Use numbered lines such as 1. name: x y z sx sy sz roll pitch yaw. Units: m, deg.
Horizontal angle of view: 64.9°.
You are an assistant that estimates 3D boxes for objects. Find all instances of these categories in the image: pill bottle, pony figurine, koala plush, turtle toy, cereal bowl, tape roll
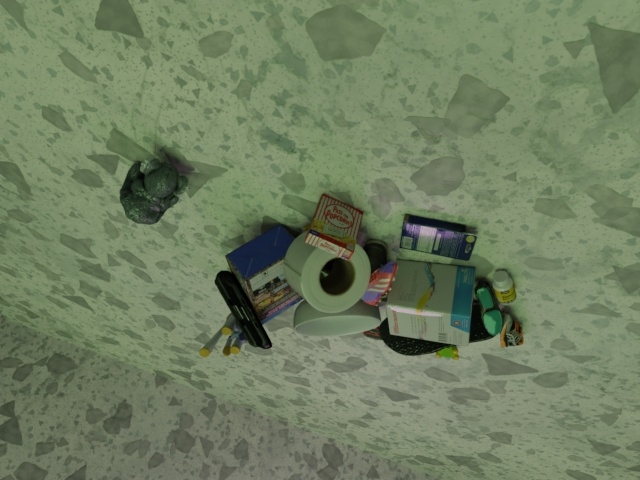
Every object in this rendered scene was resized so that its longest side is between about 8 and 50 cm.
1. pill bottle: 0.600 0.153 1.649 0.065 0.065 0.116 -5 137 29
2. pony figurine: -0.314 0.289 2.058 0.302 0.363 0.351 38 125 -11
3. koala plush: -0.541 -0.175 1.666 0.196 0.203 0.221 39 128 -24
4. turtle toy: 0.514 0.430 2.039 0.095 0.066 0.130 3 140 21
5. cereal bowl: 0.059 0.267 1.932 0.338 0.141 0.339 -5 156 -2
6. tape roll: 0.020 0.094 1.647 0.246 0.246 0.169 42 174 -27

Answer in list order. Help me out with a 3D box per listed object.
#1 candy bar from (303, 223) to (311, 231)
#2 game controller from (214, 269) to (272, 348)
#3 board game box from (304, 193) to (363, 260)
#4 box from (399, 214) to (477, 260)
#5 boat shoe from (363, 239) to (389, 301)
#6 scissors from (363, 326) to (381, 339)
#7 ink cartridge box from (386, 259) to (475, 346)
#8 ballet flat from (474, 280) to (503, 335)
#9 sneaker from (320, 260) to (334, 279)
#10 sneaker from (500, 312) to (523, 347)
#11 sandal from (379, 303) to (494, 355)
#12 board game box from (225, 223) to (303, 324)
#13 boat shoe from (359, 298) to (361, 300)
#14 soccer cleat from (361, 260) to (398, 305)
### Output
1. candy bar: 0.000 0.000 1.766 0.040 0.018 0.161 -13 133 41
2. game controller: -0.273 0.249 1.800 0.166 0.067 0.319 -10 111 56
3. board game box: 0.044 -0.043 1.541 0.146 0.194 0.045 23 134 -6
4. box: 0.366 -0.006 1.576 0.225 0.037 0.136 13 143 12
5. boat shoe: 0.200 0.136 1.783 0.112 0.096 0.335 4 141 20
6. scissors: 0.327 0.406 2.137 0.297 0.021 0.109 8 139 14
7. ink cartridge box: 0.376 0.210 1.712 0.270 0.197 0.198 6 142 17
8. ballet flat: 0.575 0.225 1.717 0.074 0.074 0.203 -10 113 34
9. sneaker: 0.020 0.098 1.828 0.222 0.083 0.118 2 140 24
10. sneaker: 0.689 0.321 1.817 0.083 0.084 0.215 -1 148 21
11. sandal: 0.439 0.336 1.872 0.445 0.168 0.107 -10 166 24
12. board game box: -0.179 0.127 1.804 0.141 0.232 0.291 46 157 34
13. boat shoe: 0.137 0.167 1.821 0.049 0.137 0.043 -8 133 6
14. soccer cleat: 0.182 0.138 1.660 0.095 0.083 0.248 23 147 2
